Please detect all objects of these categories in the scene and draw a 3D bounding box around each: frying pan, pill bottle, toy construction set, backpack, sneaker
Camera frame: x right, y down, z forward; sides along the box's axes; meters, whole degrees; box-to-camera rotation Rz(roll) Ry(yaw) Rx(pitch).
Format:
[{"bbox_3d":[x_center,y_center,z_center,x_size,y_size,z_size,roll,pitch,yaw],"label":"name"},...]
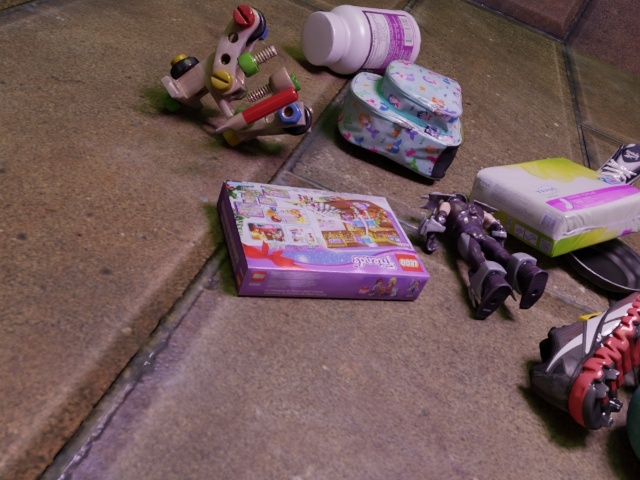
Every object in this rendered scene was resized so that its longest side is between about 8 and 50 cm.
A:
[{"bbox_3d":[0.624,0.061,1.211,0.326,0.053,0.197,22,35,-1],"label":"frying pan"},{"bbox_3d":[0.102,-0.512,1.560,0.302,0.169,0.169,-13,49,-40],"label":"pill bottle"},{"bbox_3d":[-0.161,-0.249,1.076,0.237,0.257,0.308,-26,23,6],"label":"toy construction set"},{"bbox_3d":[0.170,-0.263,1.277,0.254,0.191,0.225,17,37,0],"label":"backpack"},{"bbox_3d":[0.406,0.154,0.897,0.276,0.097,0.135,-37,32,-32],"label":"sneaker"},{"bbox_3d":[0.719,-0.169,1.472,0.235,0.153,0.094,-11,46,-38],"label":"sneaker"}]

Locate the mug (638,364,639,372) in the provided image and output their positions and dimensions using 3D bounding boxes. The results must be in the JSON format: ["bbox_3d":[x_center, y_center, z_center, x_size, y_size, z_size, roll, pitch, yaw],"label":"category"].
[{"bbox_3d":[0.573,0.208,0.959,0.158,0.097,0.129,31,37,12],"label":"mug"}]

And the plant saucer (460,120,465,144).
[{"bbox_3d":[0.254,-0.310,1.496,0.241,0.037,0.240,15,37,-12],"label":"plant saucer"}]

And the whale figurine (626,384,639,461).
[{"bbox_3d":[0.528,0.211,0.822,0.272,0.216,0.141,-43,40,-13],"label":"whale figurine"}]

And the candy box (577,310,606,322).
[{"bbox_3d":[0.553,0.148,1.054,0.206,0.027,0.105,-5,17,-33],"label":"candy box"}]

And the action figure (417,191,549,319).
[{"bbox_3d":[0.268,0.005,1.060,0.186,0.099,0.285,1,37,-17],"label":"action figure"}]

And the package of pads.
[{"bbox_3d":[0.475,-0.080,1.218,0.297,0.101,0.229,-11,33,-33],"label":"package of pads"}]

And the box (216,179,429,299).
[{"bbox_3d":[0.000,0.000,0.944,0.294,0.057,0.200,4,39,-24],"label":"box"}]
